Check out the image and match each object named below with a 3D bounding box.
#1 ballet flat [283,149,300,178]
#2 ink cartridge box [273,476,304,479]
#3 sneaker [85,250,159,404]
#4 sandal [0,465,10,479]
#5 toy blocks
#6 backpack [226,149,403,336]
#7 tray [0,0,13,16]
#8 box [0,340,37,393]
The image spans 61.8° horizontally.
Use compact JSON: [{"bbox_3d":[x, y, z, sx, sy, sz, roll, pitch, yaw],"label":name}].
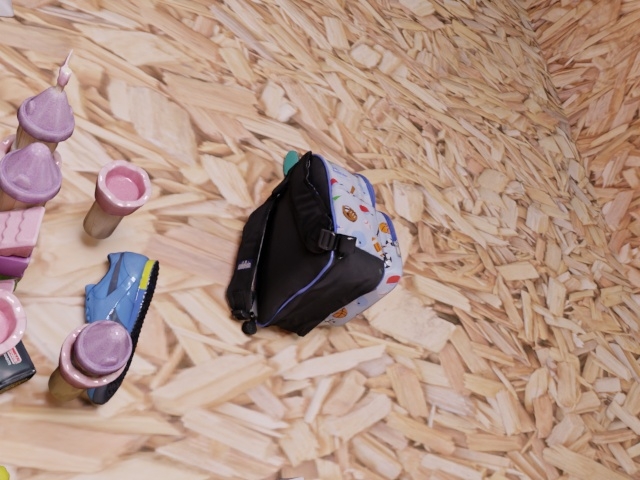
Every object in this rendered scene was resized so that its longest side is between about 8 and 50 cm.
[{"bbox_3d":[-0.051,-0.124,1.061,0.041,0.041,0.115,17,56,-32],"label":"ballet flat"},{"bbox_3d":[-0.067,0.403,0.708,0.109,0.063,0.151,4,63,-38],"label":"ink cartridge box"},{"bbox_3d":[-0.282,0.110,0.712,0.082,0.069,0.210,12,59,-7],"label":"sneaker"},{"bbox_3d":[-0.326,0.331,0.504,0.138,0.126,0.317,-30,78,-42],"label":"sandal"},{"bbox_3d":[-0.324,-0.011,0.525,0.308,0.260,0.289,18,54,-31],"label":"toy blocks"},{"bbox_3d":[0.000,0.000,0.878,0.213,0.276,0.264,20,47,-36],"label":"backpack"},{"bbox_3d":[-0.602,-0.413,0.771,0.270,0.030,0.145,-6,68,-42],"label":"tray"},{"bbox_3d":[-0.448,0.093,0.582,0.175,0.051,0.220,-24,81,-45],"label":"box"}]
